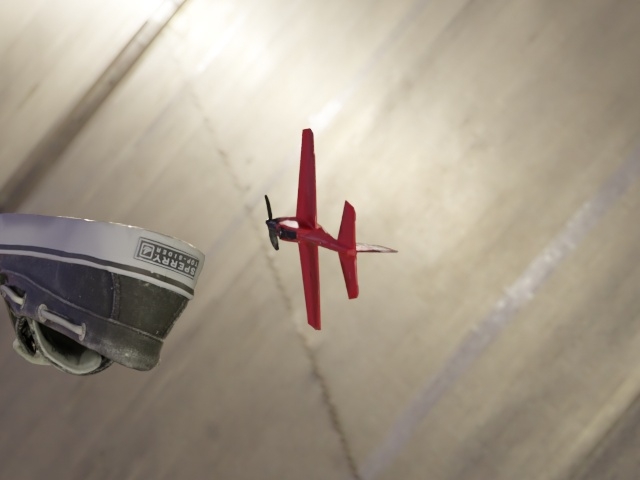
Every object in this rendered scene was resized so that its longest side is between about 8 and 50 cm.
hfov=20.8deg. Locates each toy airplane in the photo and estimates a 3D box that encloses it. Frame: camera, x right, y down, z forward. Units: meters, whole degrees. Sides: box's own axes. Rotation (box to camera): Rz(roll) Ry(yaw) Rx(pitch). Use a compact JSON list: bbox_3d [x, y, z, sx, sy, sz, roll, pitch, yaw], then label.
[{"bbox_3d":[0.000,0.000,1.235,0.028,0.151,0.151,-10,-8,-32],"label":"toy airplane"}]

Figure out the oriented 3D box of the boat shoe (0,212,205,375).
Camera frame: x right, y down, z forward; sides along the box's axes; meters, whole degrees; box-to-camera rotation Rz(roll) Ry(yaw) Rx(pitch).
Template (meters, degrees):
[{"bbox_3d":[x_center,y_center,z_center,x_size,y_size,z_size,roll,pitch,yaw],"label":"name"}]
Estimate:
[{"bbox_3d":[-0.128,0.029,0.873,0.219,0.078,0.070,-1,70,66],"label":"boat shoe"}]
